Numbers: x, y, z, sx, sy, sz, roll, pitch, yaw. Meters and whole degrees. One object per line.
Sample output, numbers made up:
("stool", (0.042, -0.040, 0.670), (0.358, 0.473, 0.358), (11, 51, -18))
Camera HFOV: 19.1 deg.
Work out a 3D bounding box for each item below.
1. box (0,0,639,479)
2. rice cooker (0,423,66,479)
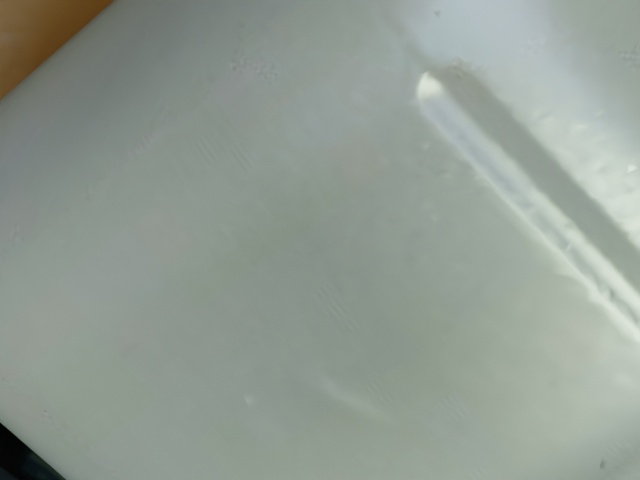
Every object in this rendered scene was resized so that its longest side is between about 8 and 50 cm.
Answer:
("box", (0.030, 0.002, 0.740), (0.349, 0.141, 0.289), (-36, 110, 26))
("rice cooker", (-0.187, 0.162, 0.860), (0.267, 0.224, 0.267), (2, 121, 4))
